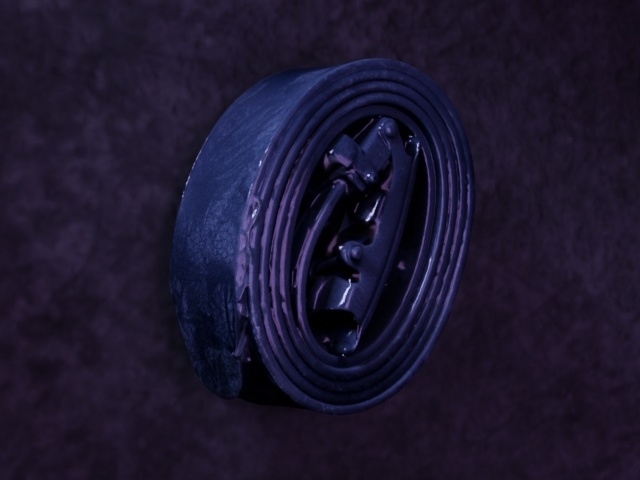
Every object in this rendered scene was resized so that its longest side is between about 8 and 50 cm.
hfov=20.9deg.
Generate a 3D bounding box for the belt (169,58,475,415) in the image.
[{"bbox_3d":[0.000,0.000,0.893,0.141,0.082,0.190,26,75,-31],"label":"belt"}]
